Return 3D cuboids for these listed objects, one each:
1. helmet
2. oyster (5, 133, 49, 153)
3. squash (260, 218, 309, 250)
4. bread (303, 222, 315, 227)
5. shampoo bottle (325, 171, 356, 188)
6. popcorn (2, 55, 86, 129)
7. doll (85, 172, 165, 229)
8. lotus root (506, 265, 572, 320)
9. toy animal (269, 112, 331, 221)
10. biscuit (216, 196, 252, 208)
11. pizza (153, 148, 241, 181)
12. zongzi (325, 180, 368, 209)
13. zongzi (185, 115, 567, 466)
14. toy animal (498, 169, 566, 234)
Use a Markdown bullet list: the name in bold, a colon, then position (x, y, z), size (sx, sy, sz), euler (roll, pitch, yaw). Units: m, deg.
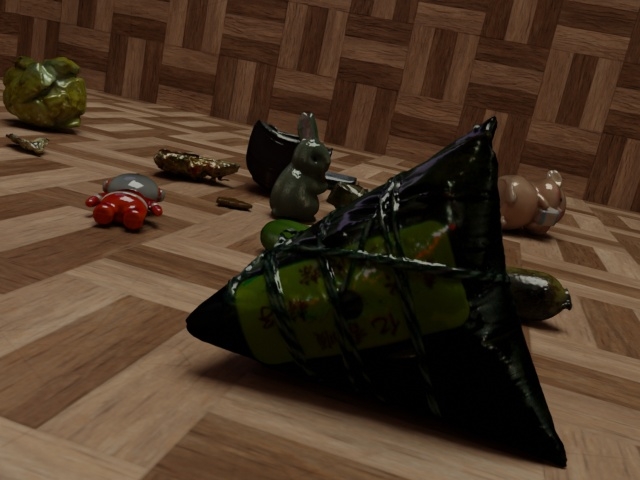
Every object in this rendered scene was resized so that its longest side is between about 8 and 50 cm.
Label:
- **helmet**: position (-0.096, -0.218, 1.857), size (0.225, 0.177, 0.305), euler (20, 6, 7)
- **oyster**: position (-0.766, -0.262, 1.757), size (0.146, 0.045, 0.121), euler (7, 16, 13)
- **squash**: position (-0.022, 0.022, 1.154), size (0.082, 0.082, 0.292), euler (3, 16, -32)
- **bread**: position (0.000, 0.000, 1.311), size (0.111, 0.060, 0.066), euler (14, 43, 13)
- **shampoo bottle**: position (-0.003, -0.199, 2.110), size (0.234, 0.049, 0.087), euler (12, 15, 2)
- **popcorn**: position (-0.897, -0.474, 2.141), size (0.277, 0.225, 0.276), euler (1, 19, 0)
- **doll**: position (-0.376, -0.083, 1.305), size (0.143, 0.076, 0.245), euler (10, 18, -10)
- **lotus root**: position (0.347, 0.091, 1.161), size (0.180, 0.089, 0.080), euler (11, -18, 26)
- **toy animal**: position (-0.036, -0.170, 1.555), size (0.126, 0.251, 0.127), euler (15, 14, 1)
- **biscuit**: position (-0.203, -0.088, 1.579), size (0.092, 0.016, 0.082), euler (16, 10, 15)
- **pizza**: position (-0.342, -0.193, 1.799), size (0.227, 0.069, 0.147), euler (10, -8, -19)
- **zongzi**: position (0.127, -0.086, 1.736), size (0.184, 0.084, 0.187), euler (30, 14, 14)
- **zongzi**: position (0.100, 0.109, 0.759), size (0.384, 0.361, 0.319), euler (-25, -5, 31)
- **toy animal**: position (0.625, -0.112, 1.989), size (0.257, 0.194, 0.213), euler (10, 21, -17)
